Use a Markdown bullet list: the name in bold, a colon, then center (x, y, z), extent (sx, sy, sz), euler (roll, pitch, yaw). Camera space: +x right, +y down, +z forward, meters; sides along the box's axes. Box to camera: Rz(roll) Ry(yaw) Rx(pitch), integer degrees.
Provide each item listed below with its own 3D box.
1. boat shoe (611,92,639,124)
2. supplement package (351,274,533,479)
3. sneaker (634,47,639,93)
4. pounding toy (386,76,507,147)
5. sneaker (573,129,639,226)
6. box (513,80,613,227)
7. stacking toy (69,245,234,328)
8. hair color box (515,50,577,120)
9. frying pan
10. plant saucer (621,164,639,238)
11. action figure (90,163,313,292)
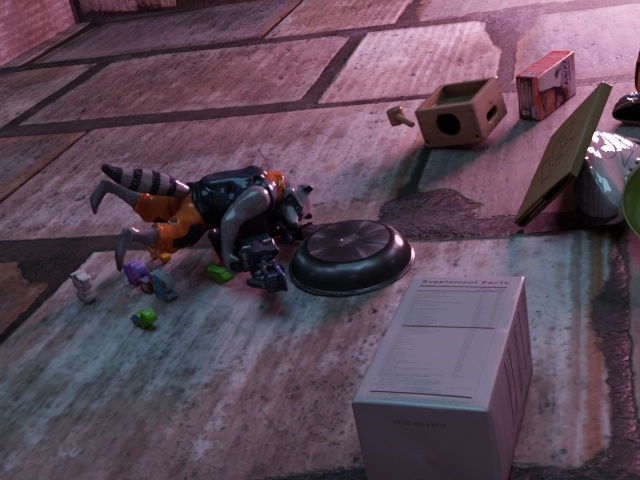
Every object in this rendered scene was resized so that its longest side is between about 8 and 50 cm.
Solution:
- **boat shoe**: center (0.624, -0.235, 1.649), extent (0.183, 0.066, 0.066), euler (3, 33, 47)
- **supplement package**: center (0.143, 0.154, 0.969), extent (0.139, 0.133, 0.244), euler (0, 29, 23)
- **sneaker**: center (0.752, -0.341, 1.668), extent (0.321, 0.180, 0.124), euler (-4, 26, 14)
- **pounding toy**: center (0.232, -0.230, 1.764), extent (0.206, 0.094, 0.181), euler (-2, 31, 38)
- **sneaker**: center (0.462, -0.113, 1.419), extent (0.129, 0.111, 0.297), euler (1, 29, 12)
- **box**: center (0.373, -0.131, 1.384), extent (0.021, 0.164, 0.201), euler (31, 59, -1)
- **stacking toy**: center (-0.269, 0.058, 1.420), extent (0.221, 0.052, 0.167), euler (17, 38, 43)
- **hair color box**: center (0.463, -0.318, 1.837), extent (0.053, 0.093, 0.167), euler (12, 35, 40)
- **frying pan**: center (0.029, -0.007, 1.443), extent (0.197, 0.053, 0.326), euler (-15, 29, -9)
- **plant saucer**: center (0.547, -0.044, 1.256), extent (0.241, 0.037, 0.240), euler (-9, 45, 9)
- **action figure**: center (-0.157, -0.039, 1.371), extent (0.330, 0.178, 0.341), euler (-8, 19, -23)
